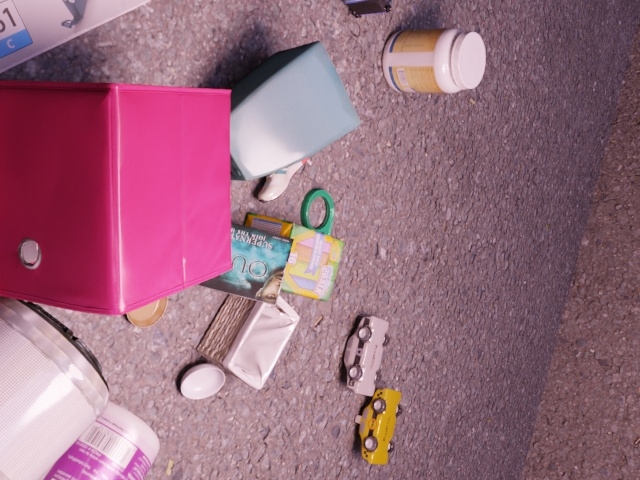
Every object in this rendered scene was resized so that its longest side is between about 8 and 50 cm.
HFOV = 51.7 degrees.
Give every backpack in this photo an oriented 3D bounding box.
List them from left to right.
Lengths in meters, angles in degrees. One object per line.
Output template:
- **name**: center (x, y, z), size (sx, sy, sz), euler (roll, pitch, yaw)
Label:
- **backpack**: center (0.104, -0.537, 1.370), size (0.084, 0.105, 0.114), euler (37, 66, -49)

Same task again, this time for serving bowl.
- **serving bowl**: center (-0.220, 0.256, 1.224), size (0.083, 0.027, 0.083), euler (-15, 132, -17)

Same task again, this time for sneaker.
- **sneaker**: center (-0.086, -0.147, 1.290), size (0.075, 0.057, 0.161), euler (49, 62, -25)

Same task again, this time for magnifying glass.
- **magnifying glass**: center (0.000, 0.000, 1.445), size (0.092, 0.026, 0.230), euler (-26, 117, -44)

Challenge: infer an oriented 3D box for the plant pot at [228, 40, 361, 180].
- **plant pot**: center (-0.089, -0.213, 1.162), size (0.234, 0.165, 0.165), euler (-39, 114, -23)

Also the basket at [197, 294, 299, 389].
- **basket**: center (-0.138, 0.179, 1.260), size (0.167, 0.103, 0.113), euler (-60, 137, -20)

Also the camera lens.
- **camera lens**: center (-0.429, 0.221, 0.833), size (0.274, 0.220, 0.219), euler (-48, 132, -32)

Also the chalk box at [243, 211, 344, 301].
- **chalk box**: center (-0.048, 0.039, 1.311), size (0.213, 0.132, 0.131), euler (19, 85, -51)

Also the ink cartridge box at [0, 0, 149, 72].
- **ink cartridge box**: center (-0.393, -0.384, 0.850), size (0.296, 0.066, 0.261), euler (-44, 131, -35)

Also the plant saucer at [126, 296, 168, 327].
- **plant saucer**: center (-0.298, 0.106, 1.121), size (0.083, 0.015, 0.083), euler (-16, 111, -46)

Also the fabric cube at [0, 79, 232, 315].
- **fabric cube**: center (-0.284, -0.074, 0.861), size (0.259, 0.254, 0.258), euler (-25, 120, -65)

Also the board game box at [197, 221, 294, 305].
- **board game box**: center (-0.152, 0.033, 1.169), size (0.026, 0.186, 0.126), euler (146, -41, -84)

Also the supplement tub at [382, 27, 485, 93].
- **supplement tub**: center (0.259, -0.410, 1.510), size (0.144, 0.200, 0.144), euler (-16, 111, -47)

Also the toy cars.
- **toy cars**: center (0.117, 0.368, 1.629), size (0.176, 0.087, 0.393), euler (-35, 121, -46)

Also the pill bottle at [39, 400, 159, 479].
- **pill bottle**: center (-0.375, 0.385, 0.940), size (0.301, 0.169, 0.169), euler (-61, 139, -36)
